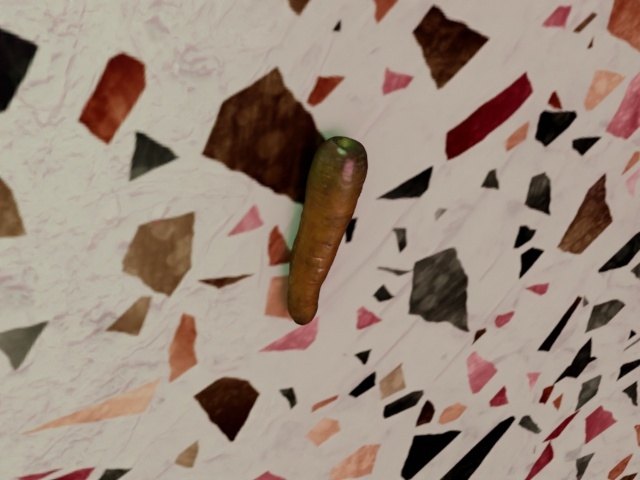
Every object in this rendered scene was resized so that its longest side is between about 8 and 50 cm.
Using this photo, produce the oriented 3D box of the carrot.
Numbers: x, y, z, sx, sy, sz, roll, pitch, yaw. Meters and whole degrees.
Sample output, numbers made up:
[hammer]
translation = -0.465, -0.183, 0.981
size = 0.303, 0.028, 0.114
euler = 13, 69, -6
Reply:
[carrot]
translation = 0.000, 0.000, 0.834
size = 0.047, 0.047, 0.191
euler = -8, 128, -32
